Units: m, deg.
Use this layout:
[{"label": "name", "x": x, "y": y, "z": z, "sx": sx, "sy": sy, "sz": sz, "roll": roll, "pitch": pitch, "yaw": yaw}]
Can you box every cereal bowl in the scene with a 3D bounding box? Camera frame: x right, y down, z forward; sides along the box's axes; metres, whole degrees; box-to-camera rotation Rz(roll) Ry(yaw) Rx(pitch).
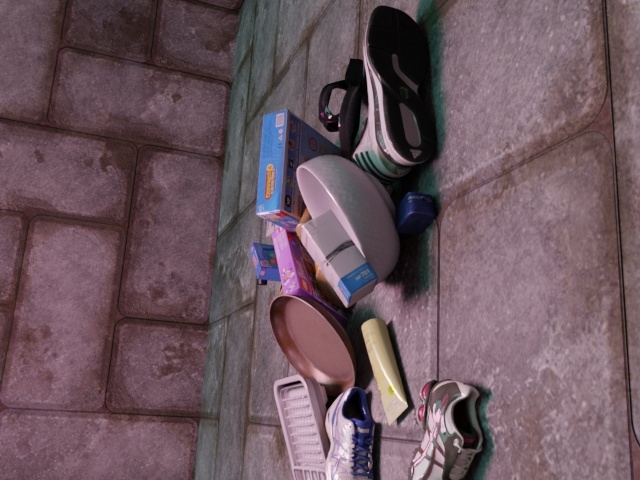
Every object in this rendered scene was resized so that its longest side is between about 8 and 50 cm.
[{"label": "cereal bowl", "x": 0.087, "y": -0.062, "z": 1.602, "sx": 0.339, "sy": 0.141, "sz": 0.339, "roll": 56, "pitch": 168, "yaw": 18}]

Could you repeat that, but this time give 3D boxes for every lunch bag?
[{"label": "lunch bag", "x": 0.210, "y": -0.066, "z": 1.487, "sx": 0.098, "sy": 0.067, "sz": 0.065, "roll": 125, "pitch": 147, "yaw": -50}]

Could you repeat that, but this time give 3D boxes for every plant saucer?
[{"label": "plant saucer", "x": -0.013, "y": 0.264, "z": 1.732, "sx": 0.311, "sy": 0.050, "sz": 0.310, "roll": 33, "pitch": 141, "yaw": 32}]

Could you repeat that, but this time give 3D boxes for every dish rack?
[{"label": "dish rack", "x": -0.024, "y": 0.524, "z": 1.791, "sx": 0.285, "sy": 0.072, "sz": 0.332, "roll": 142, "pitch": 115, "yaw": -64}]

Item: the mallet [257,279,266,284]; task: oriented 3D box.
[{"label": "mallet", "x": -0.207, "y": 0.148, "z": 2.633, "sx": 0.190, "sy": 0.039, "sz": 0.062, "roll": 175, "pitch": 102, "yaw": -66}]

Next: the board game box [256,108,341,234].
[{"label": "board game box", "x": -0.054, "y": -0.177, "z": 1.946, "sx": 0.086, "sy": 0.302, "sz": 0.308, "roll": -8, "pitch": 70, "yaw": 31}]

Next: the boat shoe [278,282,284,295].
[{"label": "boat shoe", "x": -0.112, "y": 0.101, "z": 2.320, "sx": 0.068, "sy": 0.072, "sz": 0.190, "roll": 153, "pitch": 124, "yaw": -67}]

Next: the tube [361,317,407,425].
[{"label": "tube", "x": 0.149, "y": 0.293, "z": 1.533, "sx": 0.070, "sy": 0.062, "sz": 0.240, "roll": 57, "pitch": -165, "yaw": -51}]

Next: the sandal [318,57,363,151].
[{"label": "sandal", "x": 0.055, "y": -0.367, "z": 1.807, "sx": 0.445, "sy": 0.107, "sz": 0.167, "roll": -79, "pitch": -9, "yaw": -59}]

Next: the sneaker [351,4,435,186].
[{"label": "sneaker", "x": 0.140, "y": -0.341, "z": 1.647, "sx": 0.257, "sy": 0.169, "sz": 0.447, "roll": 137, "pitch": 135, "yaw": -58}]

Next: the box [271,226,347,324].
[{"label": "box", "x": -0.036, "y": 0.099, "z": 1.915, "sx": 0.057, "sy": 0.201, "sz": 0.293, "roll": -40, "pitch": 35, "yaw": 18}]

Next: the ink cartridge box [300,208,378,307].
[{"label": "ink cartridge box", "x": 0.040, "y": 0.043, "z": 1.501, "sx": 0.190, "sy": 0.082, "sz": 0.139, "roll": 57, "pitch": 170, "yaw": 13}]

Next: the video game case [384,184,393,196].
[{"label": "video game case", "x": 0.141, "y": -0.108, "z": 1.777, "sx": 0.143, "sy": 0.019, "sz": 0.157, "roll": -112, "pitch": 36, "yaw": -55}]

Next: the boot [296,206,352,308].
[{"label": "boot", "x": 0.045, "y": 0.020, "z": 1.861, "sx": 0.104, "sy": 0.295, "sz": 0.211, "roll": -18, "pitch": 18, "yaw": 30}]

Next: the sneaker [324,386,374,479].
[{"label": "sneaker", "x": 0.075, "y": 0.485, "z": 1.574, "sx": 0.296, "sy": 0.112, "sz": 0.131, "roll": -102, "pitch": 28, "yaw": -44}]

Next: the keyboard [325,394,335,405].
[{"label": "keyboard", "x": -0.006, "y": 0.353, "z": 1.876, "sx": 0.201, "sy": 0.033, "sz": 0.317, "roll": 62, "pitch": 145, "yaw": 23}]

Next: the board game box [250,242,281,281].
[{"label": "board game box", "x": -0.106, "y": 0.075, "z": 2.107, "sx": 0.160, "sy": 0.210, "sz": 0.047, "roll": -115, "pitch": 37, "yaw": -59}]

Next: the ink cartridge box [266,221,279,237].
[{"label": "ink cartridge box", "x": -0.086, "y": -0.125, "z": 2.265, "sx": 0.289, "sy": 0.122, "sz": 0.211, "roll": 152, "pitch": 125, "yaw": -67}]

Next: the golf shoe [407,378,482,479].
[{"label": "golf shoe", "x": 0.228, "y": 0.387, "z": 1.202, "sx": 0.120, "sy": 0.105, "sz": 0.272, "roll": -24, "pitch": 60, "yaw": 59}]
